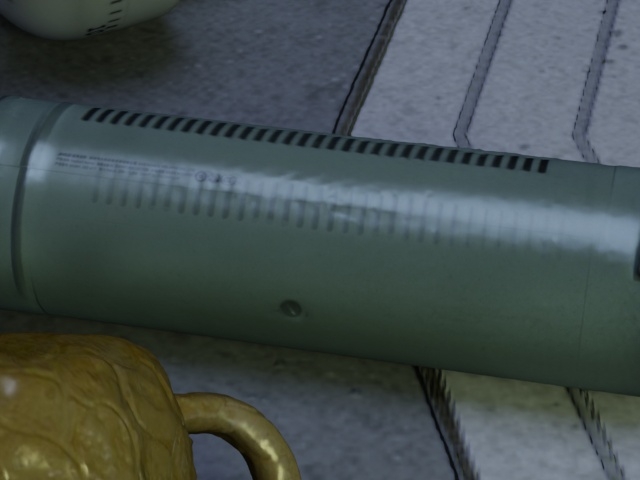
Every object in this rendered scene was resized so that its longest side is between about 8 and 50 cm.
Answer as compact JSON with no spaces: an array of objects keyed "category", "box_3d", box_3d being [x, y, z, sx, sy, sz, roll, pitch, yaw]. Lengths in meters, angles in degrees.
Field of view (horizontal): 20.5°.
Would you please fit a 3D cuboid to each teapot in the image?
[{"category":"teapot","box_3d":[-0.132,0.127,0.653,0.311,0.167,0.203,-2,-12,-40]}]

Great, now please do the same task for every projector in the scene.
[{"category":"projector","box_3d":[0.000,0.000,0.835,0.337,0.108,0.108,7,40,10]}]

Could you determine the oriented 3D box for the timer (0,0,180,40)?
[{"category":"timer","box_3d":[-0.134,-0.236,1.034,0.240,0.233,0.233,-19,42,-17]}]
